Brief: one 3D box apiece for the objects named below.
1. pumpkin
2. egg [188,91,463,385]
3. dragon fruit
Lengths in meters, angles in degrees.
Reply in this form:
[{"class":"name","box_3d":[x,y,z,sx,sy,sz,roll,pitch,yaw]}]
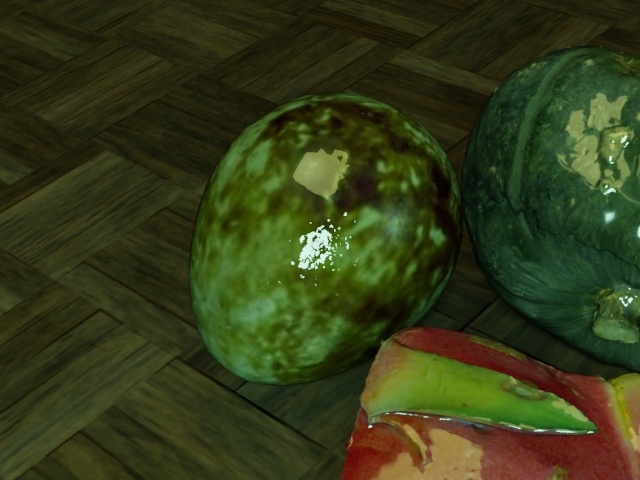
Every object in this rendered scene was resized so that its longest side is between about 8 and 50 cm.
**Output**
[{"class":"pumpkin","box_3d":[0.285,-0.024,0.950,0.327,0.291,0.257,9,56,36]},{"class":"egg","box_3d":[0.000,0.000,1.010,0.238,0.238,0.289,19,56,30]},{"class":"dragon fruit","box_3d":[0.118,0.203,0.702,0.189,0.291,0.290,9,40,19]}]
